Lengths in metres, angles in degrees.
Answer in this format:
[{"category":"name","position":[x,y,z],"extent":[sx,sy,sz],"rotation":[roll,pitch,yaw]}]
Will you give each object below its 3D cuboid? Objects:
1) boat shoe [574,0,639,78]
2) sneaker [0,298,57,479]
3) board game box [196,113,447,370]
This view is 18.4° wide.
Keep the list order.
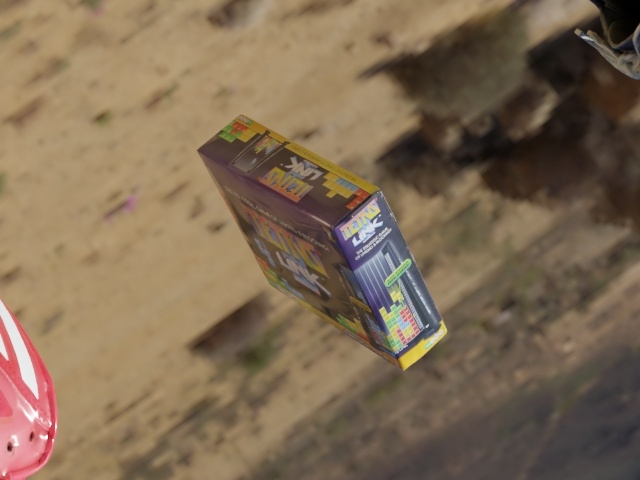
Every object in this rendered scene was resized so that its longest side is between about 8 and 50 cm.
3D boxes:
[{"category":"boat shoe","position":[0.189,-0.137,1.133],"extent":[0.079,0.254,0.095],"rotation":[-48,-158,-10]},{"category":"sneaker","position":[-0.110,0.076,0.517],"extent":[0.087,0.221,0.128],"rotation":[-24,147,27]},{"category":"board game box","position":[0.000,0.000,1.382],"extent":[0.048,0.141,0.170],"rotation":[-41,-141,-16]}]
